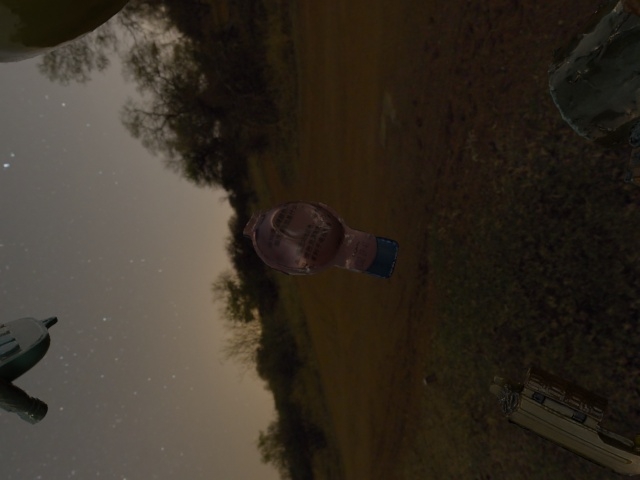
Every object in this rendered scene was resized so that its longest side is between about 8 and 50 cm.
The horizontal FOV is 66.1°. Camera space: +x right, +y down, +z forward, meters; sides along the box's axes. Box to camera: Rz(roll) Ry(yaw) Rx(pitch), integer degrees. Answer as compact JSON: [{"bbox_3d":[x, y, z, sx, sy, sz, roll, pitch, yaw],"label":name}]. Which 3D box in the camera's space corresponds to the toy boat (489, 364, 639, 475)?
[{"bbox_3d":[0.355,0.248,0.694,0.068,0.226,0.088,-7,-63,-64],"label":"toy boat"}]

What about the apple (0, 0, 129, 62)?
[{"bbox_3d":[-0.425,-0.453,0.597,0.473,0.474,0.473,167,90,-82],"label":"apple"}]

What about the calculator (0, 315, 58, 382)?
[{"bbox_3d":[-0.485,0.187,0.543,0.256,0.386,0.054,1,117,53],"label":"calculator"}]

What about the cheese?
[{"bbox_3d":[0.000,0.000,0.907,0.074,0.286,0.189,95,-168,-52],"label":"cheese"}]

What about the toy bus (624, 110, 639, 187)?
[{"bbox_3d":[0.394,-0.141,0.505,0.103,0.091,0.182,-120,39,-84],"label":"toy bus"}]

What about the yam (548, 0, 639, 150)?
[{"bbox_3d":[0.534,-0.305,0.719,0.348,0.241,0.241,-40,59,48],"label":"yam"}]

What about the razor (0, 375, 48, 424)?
[{"bbox_3d":[-0.345,0.121,0.462,0.106,0.068,0.232,-63,-30,-33],"label":"razor"}]

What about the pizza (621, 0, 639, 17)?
[{"bbox_3d":[0.215,-0.189,0.279,0.246,0.058,0.127,-52,-37,-36],"label":"pizza"}]
